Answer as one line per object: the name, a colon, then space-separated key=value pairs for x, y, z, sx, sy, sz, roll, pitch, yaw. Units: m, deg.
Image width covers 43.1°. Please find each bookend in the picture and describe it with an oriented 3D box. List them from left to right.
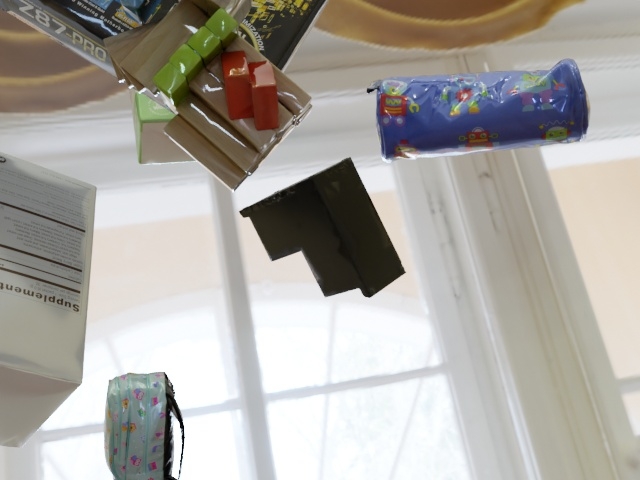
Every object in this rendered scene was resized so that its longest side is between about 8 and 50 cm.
bookend: x=0.000 y=0.000 z=0.999 sx=0.072 sy=0.157 sz=0.156 roll=-31 pitch=6 yaw=-40

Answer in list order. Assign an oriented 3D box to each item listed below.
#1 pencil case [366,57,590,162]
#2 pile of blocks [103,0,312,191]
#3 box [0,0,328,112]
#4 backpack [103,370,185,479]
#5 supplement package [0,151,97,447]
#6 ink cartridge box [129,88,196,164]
pencil case: x=0.226 y=-0.188 z=1.165 sx=0.306 sy=0.133 sz=0.119 roll=-4 pitch=-31 yaw=12
pile of blocks: x=-0.129 y=-0.221 z=0.686 sx=0.149 sy=0.362 sz=0.112 roll=-24 pitch=-3 yaw=-6
box: x=-0.191 y=-0.345 z=0.995 sx=0.395 sy=0.318 sz=0.097 roll=32 pitch=-26 yaw=-5
backpack: x=-0.274 y=0.291 z=1.240 sx=0.115 sy=0.181 sz=0.152 roll=-2 pitch=15 yaw=-22
supplement package: x=-0.386 y=0.064 z=0.954 sx=0.175 sy=0.292 sz=0.177 roll=21 pitch=-47 yaw=-32
ink cartridge box: x=-0.247 y=-0.314 z=1.478 sx=0.207 sy=0.353 sz=0.119 roll=-5 pitch=-33 yaw=-16
